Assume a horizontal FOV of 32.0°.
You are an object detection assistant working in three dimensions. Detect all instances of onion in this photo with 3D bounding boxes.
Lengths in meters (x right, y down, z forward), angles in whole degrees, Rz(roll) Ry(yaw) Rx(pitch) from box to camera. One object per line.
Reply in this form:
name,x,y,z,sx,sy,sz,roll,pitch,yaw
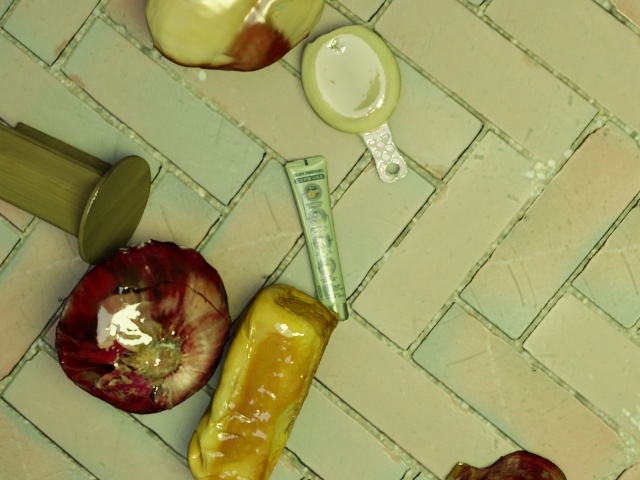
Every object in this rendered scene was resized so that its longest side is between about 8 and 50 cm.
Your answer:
onion,0.242,0.376,1.551,0.151,0.098,0.206,43,99,2
onion,-0.252,0.117,1.564,0.252,0.219,0.252,-14,118,-27

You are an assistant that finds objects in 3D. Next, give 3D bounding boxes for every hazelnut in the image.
hazelnut,-0.132,-0.349,1.518,0.261,0.241,0.261,-2,95,-21

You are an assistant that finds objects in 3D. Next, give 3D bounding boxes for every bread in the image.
bread,-0.084,0.210,1.549,0.132,0.167,0.294,24,104,-4

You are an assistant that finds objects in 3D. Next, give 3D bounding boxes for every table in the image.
table,-0.383,-0.086,1.600,0.226,0.167,0.167,25,97,15

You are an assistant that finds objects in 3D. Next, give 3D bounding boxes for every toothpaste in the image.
toothpaste,0.000,0.000,1.595,0.062,0.039,0.239,-12,91,-3

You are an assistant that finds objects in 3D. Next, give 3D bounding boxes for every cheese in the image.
cheese,0.060,-0.188,1.563,0.137,0.064,0.228,-25,91,11
